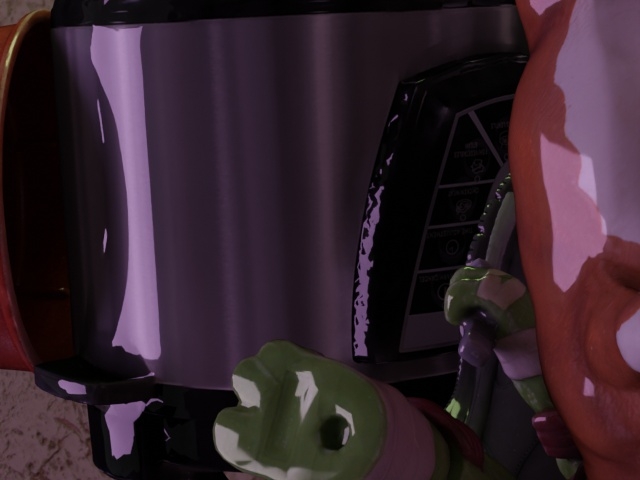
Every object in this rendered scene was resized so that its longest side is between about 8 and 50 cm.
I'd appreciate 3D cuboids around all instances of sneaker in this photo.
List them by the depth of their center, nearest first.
[{"bbox_3d":[0.133,0.080,0.817,0.109,0.130,0.286,46,-123,-62],"label":"sneaker"}]

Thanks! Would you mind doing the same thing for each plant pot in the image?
[{"bbox_3d":[-0.320,-0.026,1.095,0.272,0.265,0.272,-2,-90,-83],"label":"plant pot"}]

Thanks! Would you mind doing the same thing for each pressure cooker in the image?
[{"bbox_3d":[-0.002,-0.001,1.094,0.375,0.369,0.420,-64,-27,-80],"label":"pressure cooker"}]

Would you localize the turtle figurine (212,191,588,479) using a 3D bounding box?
[{"bbox_3d":[0.031,0.113,0.617,0.266,0.198,0.275,18,-146,-52],"label":"turtle figurine"}]

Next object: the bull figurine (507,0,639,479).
[{"bbox_3d":[0.117,-0.008,0.471,0.188,0.101,0.310,94,170,-72],"label":"bull figurine"}]
